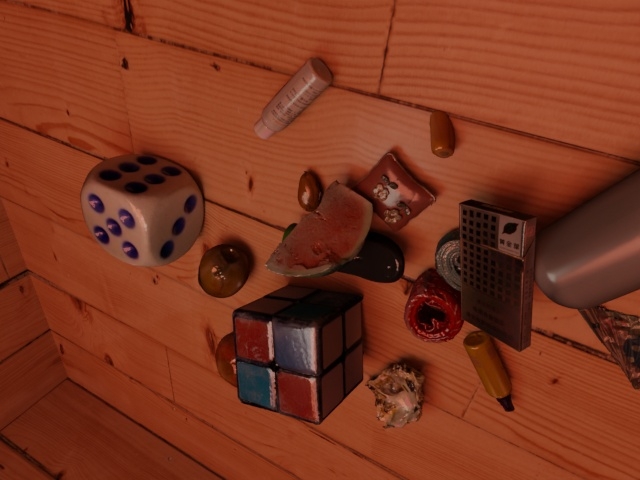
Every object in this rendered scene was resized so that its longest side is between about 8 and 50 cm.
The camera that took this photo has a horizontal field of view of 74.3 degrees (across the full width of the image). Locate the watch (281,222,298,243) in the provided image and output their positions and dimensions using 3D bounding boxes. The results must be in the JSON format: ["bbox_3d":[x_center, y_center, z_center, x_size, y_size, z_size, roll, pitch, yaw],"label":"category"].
[{"bbox_3d":[-0.057,0.021,1.322,0.131,0.165,0.151,5,97,30],"label":"watch"}]

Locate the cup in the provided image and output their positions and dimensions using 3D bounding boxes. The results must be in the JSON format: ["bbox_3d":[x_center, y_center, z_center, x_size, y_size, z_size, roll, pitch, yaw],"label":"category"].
[{"bbox_3d":[0.599,0.003,0.859,0.205,0.205,0.312,45,133,-2],"label":"cup"}]

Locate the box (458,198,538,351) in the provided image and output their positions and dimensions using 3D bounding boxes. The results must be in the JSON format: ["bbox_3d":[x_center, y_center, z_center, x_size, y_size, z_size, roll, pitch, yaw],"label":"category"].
[{"bbox_3d":[0.401,0.078,0.972,0.180,0.047,0.324,31,136,57],"label":"box"}]

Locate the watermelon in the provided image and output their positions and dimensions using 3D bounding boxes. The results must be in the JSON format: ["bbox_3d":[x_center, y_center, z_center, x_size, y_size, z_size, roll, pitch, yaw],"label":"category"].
[{"bbox_3d":[0.000,0.000,1.136,0.180,0.305,0.224,44,170,-19],"label":"watermelon"}]

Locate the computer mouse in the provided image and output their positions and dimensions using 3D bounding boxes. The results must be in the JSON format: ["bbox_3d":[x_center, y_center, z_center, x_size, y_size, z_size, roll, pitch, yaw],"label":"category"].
[{"bbox_3d":[0.143,0.043,1.228,0.270,0.087,0.137,12,113,43],"label":"computer mouse"}]

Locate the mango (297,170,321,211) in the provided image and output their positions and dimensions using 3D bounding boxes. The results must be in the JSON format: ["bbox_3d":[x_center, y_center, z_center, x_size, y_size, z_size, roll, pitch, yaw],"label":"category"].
[{"bbox_3d":[-0.035,-0.140,1.239,0.077,0.063,0.126,20,128,28],"label":"mango"}]

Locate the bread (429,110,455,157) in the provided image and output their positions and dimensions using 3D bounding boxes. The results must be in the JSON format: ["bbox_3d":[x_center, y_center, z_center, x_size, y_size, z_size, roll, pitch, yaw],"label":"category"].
[{"bbox_3d":[0.289,-0.247,0.991,0.062,0.103,0.049,17,157,-35],"label":"bread"}]

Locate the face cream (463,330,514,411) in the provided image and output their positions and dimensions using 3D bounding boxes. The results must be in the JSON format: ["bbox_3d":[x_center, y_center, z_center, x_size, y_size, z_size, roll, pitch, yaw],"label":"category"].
[{"bbox_3d":[0.507,0.396,1.241,0.078,0.078,0.273,-18,108,37],"label":"face cream"}]

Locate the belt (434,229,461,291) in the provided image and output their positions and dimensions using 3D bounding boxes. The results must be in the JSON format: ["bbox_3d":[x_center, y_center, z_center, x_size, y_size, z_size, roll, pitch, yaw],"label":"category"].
[{"bbox_3d":[0.376,0.054,1.102,0.148,0.082,0.162,-1,115,20],"label":"belt"}]

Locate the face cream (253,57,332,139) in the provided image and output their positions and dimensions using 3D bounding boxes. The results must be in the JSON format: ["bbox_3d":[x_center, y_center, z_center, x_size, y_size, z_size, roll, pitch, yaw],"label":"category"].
[{"bbox_3d":[-0.084,-0.362,1.115,0.269,0.082,0.082,-32,100,40],"label":"face cream"}]

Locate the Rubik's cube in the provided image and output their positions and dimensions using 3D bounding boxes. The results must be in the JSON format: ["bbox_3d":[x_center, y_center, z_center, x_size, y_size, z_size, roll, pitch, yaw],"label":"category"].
[{"bbox_3d":[-0.060,0.341,1.347,0.319,0.316,0.312,3,101,31],"label":"Rubik's cube"}]

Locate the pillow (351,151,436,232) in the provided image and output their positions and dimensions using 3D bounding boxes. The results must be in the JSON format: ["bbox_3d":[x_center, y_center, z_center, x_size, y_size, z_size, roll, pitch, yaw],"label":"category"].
[{"bbox_3d":[0.186,-0.119,1.110,0.179,0.075,0.171,45,132,0],"label":"pillow"}]

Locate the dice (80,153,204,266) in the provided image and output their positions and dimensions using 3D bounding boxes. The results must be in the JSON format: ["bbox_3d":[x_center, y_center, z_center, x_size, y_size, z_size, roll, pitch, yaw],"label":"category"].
[{"bbox_3d":[-0.611,-0.105,1.470,0.305,0.277,0.304,26,130,18],"label":"dice"}]

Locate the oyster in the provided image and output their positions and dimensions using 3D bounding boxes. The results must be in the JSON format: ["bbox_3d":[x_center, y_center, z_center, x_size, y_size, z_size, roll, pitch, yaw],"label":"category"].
[{"bbox_3d":[0.281,0.531,1.462,0.201,0.107,0.354,54,146,18],"label":"oyster"}]

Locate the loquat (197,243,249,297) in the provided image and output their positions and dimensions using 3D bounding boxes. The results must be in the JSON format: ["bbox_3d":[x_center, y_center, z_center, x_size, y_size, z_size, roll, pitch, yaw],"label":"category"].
[{"bbox_3d":[-0.351,0.115,1.518,0.179,0.179,0.227,39,133,4],"label":"loquat"}]

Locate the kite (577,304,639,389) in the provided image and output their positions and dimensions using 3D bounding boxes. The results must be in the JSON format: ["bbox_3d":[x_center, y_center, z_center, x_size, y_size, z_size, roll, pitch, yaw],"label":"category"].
[{"bbox_3d":[0.813,0.235,0.998,0.407,0.014,0.368,15,126,23],"label":"kite"}]

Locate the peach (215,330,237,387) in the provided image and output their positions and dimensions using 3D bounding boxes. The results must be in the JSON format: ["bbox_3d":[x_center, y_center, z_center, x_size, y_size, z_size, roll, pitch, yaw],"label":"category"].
[{"bbox_3d":[-0.313,0.479,1.698,0.215,0.214,0.235,11,102,25],"label":"peach"}]

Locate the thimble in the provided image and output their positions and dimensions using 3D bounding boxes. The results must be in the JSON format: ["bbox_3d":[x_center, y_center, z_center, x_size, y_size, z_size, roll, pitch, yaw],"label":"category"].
[{"bbox_3d":[0.326,0.189,1.189,0.163,0.125,0.189,14,125,21],"label":"thimble"}]
